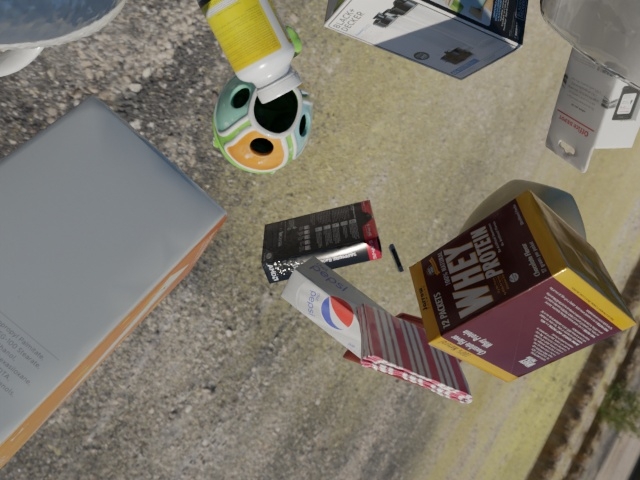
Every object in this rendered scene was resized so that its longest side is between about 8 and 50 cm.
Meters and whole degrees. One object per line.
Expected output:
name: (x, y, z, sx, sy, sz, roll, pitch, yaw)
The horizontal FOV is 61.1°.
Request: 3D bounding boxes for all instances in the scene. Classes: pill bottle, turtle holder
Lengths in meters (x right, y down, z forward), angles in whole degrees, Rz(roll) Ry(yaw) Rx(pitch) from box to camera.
pill bottle: (-0.103, -0.312, 0.839, 0.103, 0.103, 0.184, -40, 112, -30)
turtle holder: (-0.110, -0.317, 1.295, 0.243, 0.227, 0.320, 45, 78, -12)

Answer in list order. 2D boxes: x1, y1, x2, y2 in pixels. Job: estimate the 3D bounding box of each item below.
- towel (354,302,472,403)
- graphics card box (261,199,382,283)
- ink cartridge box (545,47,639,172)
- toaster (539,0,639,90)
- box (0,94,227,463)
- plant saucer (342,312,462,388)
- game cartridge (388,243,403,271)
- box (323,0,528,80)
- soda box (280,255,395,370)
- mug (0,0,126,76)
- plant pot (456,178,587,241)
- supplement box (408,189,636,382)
towel: (0.148, 0.183, 0.887, 0.197, 0.144, 0.029, 25, 115, -13)
graphics card box: (0.000, 0.000, 1.746, 0.371, 0.232, 0.094, -13, 124, 5)
ink cartridge box: (0.371, -0.191, 0.715, 0.060, 0.104, 0.180, -4, 124, -11)
toaster: (0.266, -0.210, 0.420, 0.129, 0.227, 0.146, -48, 163, -1)
box: (-0.279, 0.067, 0.501, 0.168, 0.215, 0.345, 42, 60, -5)
plant saucer: (0.231, 0.259, 1.369, 0.259, 0.259, 0.047, -20, 112, -43)
game cartridge: (0.211, 0.050, 1.519, 0.017, 0.083, 0.056, -21, 173, 5)
box: (0.170, -0.376, 0.897, 0.290, 0.169, 0.087, 14, 81, -22)
soda box: (0.054, 0.164, 1.257, 0.098, 0.286, 0.091, -31, 154, -56)
mug: (-0.500, -0.405, 0.848, 0.374, 0.276, 0.328, -45, 172, 31)
plant pot: (0.457, -0.026, 1.194, 0.284, 0.284, 0.190, 13, 96, -52)
supplement box: (0.262, 0.071, 0.725, 0.191, 0.129, 0.194, 29, 127, -34)
